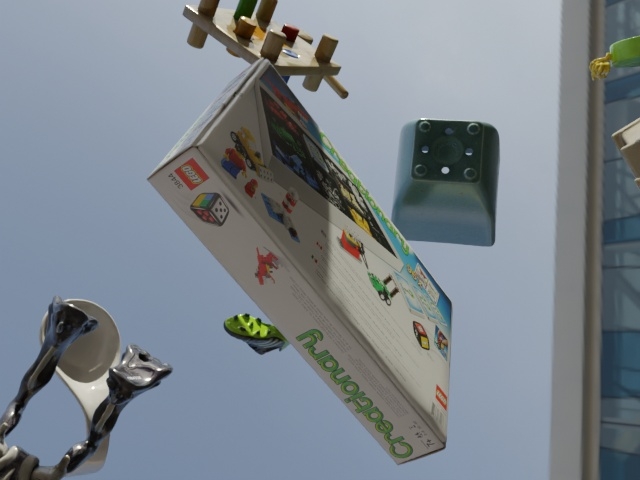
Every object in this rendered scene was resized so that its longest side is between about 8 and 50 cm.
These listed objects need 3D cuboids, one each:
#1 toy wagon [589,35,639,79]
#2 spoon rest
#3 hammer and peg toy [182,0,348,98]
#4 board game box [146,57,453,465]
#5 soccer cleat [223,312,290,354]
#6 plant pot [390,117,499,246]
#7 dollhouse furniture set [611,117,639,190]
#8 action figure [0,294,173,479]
[{"bbox_3d":[0.550,-0.278,1.008,0.267,0.344,0.068,-6,-88,-76],"label":"toy wagon"},{"bbox_3d":[-0.372,0.225,1.162,0.137,0.084,0.277,6,-112,-45],"label":"spoon rest"},{"bbox_3d":[-0.080,-0.417,1.549,0.266,0.127,0.361,39,-150,23],"label":"hammer and peg toy"},{"bbox_3d":[0.008,0.011,0.610,0.305,0.053,0.193,51,-153,-18],"label":"board game box"},{"bbox_3d":[-0.113,0.176,1.343,0.178,0.072,0.060,15,-148,-48],"label":"soccer cleat"},{"bbox_3d":[0.280,-0.150,1.646,0.252,0.246,0.248,65,-149,-69],"label":"plant pot"},{"bbox_3d":[0.543,-0.070,1.049,0.259,0.135,0.262,54,-158,-15],"label":"dollhouse furniture set"},{"bbox_3d":[-0.221,0.188,0.535,0.164,0.141,0.276,30,-105,7],"label":"action figure"}]
